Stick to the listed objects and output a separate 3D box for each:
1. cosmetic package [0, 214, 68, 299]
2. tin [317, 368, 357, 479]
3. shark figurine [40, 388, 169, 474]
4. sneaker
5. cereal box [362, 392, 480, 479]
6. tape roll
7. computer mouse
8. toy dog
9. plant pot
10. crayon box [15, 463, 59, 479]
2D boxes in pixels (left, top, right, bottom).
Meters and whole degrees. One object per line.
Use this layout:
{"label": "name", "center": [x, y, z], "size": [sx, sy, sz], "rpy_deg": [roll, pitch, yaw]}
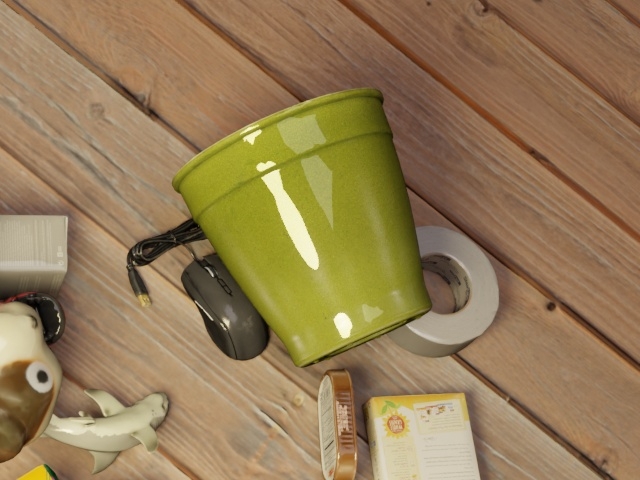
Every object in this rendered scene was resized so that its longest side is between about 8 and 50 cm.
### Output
{"label": "cosmetic package", "center": [-0.510, 0.027, 1.868], "size": [0.238, 0.127, 0.107], "rpy_deg": [4, 65, -20]}
{"label": "tin", "center": [0.025, 0.295, 1.948], "size": [0.040, 0.106, 0.189], "rpy_deg": [1, 65, -11]}
{"label": "shark figurine", "center": [-0.349, 0.292, 1.821], "size": [0.278, 0.116, 0.166], "rpy_deg": [6, 30, -26]}
{"label": "sneaker", "center": [-0.504, 0.147, 1.831], "size": [0.276, 0.135, 0.097], "rpy_deg": [-16, 88, -1]}
{"label": "cereal box", "center": [0.170, 0.370, 1.997], "size": [0.173, 0.047, 0.240], "rpy_deg": [1, 67, -20]}
{"label": "tape roll", "center": [0.195, 0.087, 2.126], "size": [0.219, 0.072, 0.219], "rpy_deg": [8, 63, -16]}
{"label": "computer mouse", "center": [-0.199, 0.084, 1.990], "size": [0.184, 0.060, 0.262], "rpy_deg": [-20, 74, -27]}
{"label": "toy dog", "center": [-0.548, 0.164, 1.629], "size": [0.408, 0.284, 0.395], "rpy_deg": [10, 99, 2]}
{"label": "plant pot", "center": [0.000, 0.000, 1.953], "size": [0.366, 0.366, 0.353], "rpy_deg": [-20, 82, -27]}
{"label": "crayon box", "center": [-0.446, 0.449, 1.662], "size": [0.278, 0.081, 0.165], "rpy_deg": [-32, 70, -12]}
